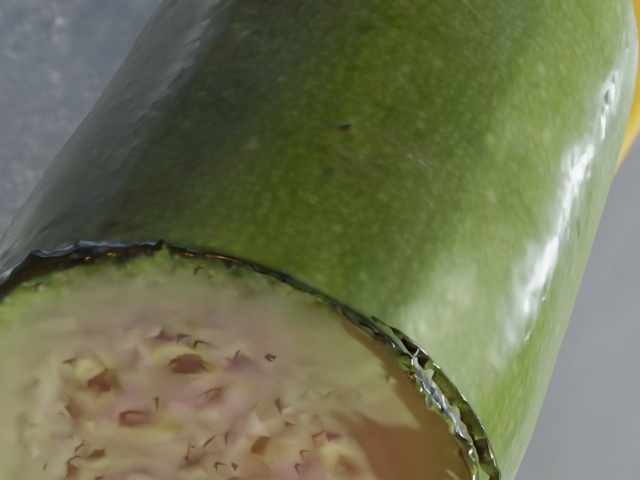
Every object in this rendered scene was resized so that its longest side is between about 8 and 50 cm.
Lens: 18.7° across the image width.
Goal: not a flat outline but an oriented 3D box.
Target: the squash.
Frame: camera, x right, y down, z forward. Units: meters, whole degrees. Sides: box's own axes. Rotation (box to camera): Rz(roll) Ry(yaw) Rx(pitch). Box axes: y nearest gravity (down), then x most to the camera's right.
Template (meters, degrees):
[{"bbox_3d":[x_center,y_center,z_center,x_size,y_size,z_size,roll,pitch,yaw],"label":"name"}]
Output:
[{"bbox_3d":[0.000,0.000,0.942,0.384,0.263,0.263,-64,173,-51],"label":"squash"}]
